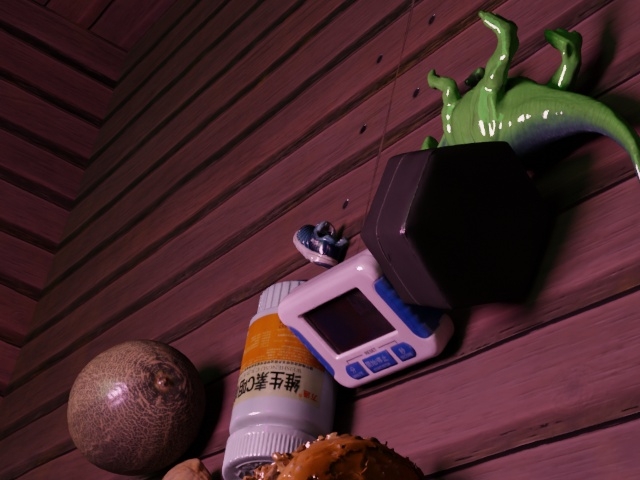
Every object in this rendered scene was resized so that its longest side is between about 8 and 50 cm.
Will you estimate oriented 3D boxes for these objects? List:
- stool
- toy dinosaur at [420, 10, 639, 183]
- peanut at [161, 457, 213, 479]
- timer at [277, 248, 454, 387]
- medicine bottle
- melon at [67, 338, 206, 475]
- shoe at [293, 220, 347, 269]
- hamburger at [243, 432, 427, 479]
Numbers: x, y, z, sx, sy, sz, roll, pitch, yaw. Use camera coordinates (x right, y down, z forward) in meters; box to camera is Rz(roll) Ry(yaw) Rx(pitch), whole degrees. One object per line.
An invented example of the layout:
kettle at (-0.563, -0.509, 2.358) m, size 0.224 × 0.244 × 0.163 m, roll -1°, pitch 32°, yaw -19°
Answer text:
stool at (0.176, -0.019, 1.656) m, size 0.141 × 0.232 × 0.232 m, roll -4°, pitch 61°, yaw 64°
toy dinosaur at (0.252, -0.104, 1.733) m, size 0.500 × 0.144 × 0.374 m, roll -107°, pitch 35°, yaw -49°
peanut at (-0.233, 0.491, 2.118) m, size 0.274 × 0.111 × 0.125 m, roll -82°, pitch 14°, yaw -44°
timer at (0.065, 0.109, 1.808) m, size 0.078 × 0.178 × 0.253 m, roll -48°, pitch 12°, yaw -36°
medicine bottle at (-0.050, 0.227, 1.940) m, size 0.158 × 0.158 × 0.318 m, roll -38°, pitch 33°, yaw 45°
melon at (-0.349, 0.317, 2.360) m, size 0.329 × 0.248 × 0.249 m, roll -40°, pitch 31°, yaw 55°
shoe at (0.000, 0.000, 2.199) m, size 0.071 × 0.064 × 0.143 m, roll -60°, pitch 26°, yaw 9°
hamburger at (0.012, 0.362, 1.580) m, size 0.260 × 0.245 × 0.211 m, roll -53°, pitch 13°, yaw -33°
